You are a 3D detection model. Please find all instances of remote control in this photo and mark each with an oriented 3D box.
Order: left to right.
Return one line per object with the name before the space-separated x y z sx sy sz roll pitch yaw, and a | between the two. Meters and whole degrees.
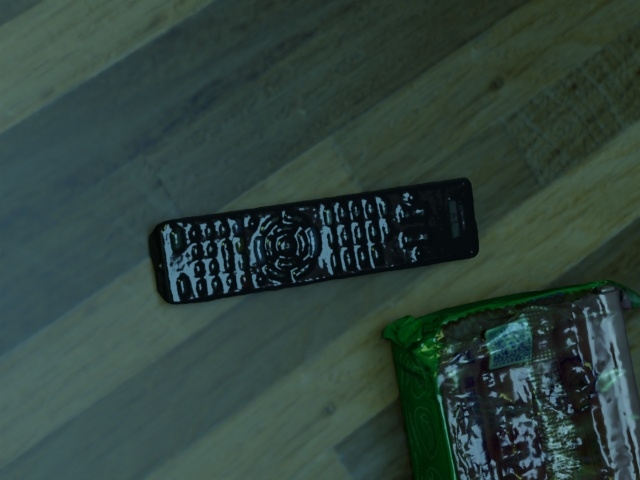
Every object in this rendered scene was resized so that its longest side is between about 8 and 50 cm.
remote control | 0.000 0.000 1.178 0.245 0.025 0.063 -8 89 -20

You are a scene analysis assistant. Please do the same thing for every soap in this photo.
soap | 0.149 0.176 1.178 0.217 0.098 0.273 -11 89 -20
